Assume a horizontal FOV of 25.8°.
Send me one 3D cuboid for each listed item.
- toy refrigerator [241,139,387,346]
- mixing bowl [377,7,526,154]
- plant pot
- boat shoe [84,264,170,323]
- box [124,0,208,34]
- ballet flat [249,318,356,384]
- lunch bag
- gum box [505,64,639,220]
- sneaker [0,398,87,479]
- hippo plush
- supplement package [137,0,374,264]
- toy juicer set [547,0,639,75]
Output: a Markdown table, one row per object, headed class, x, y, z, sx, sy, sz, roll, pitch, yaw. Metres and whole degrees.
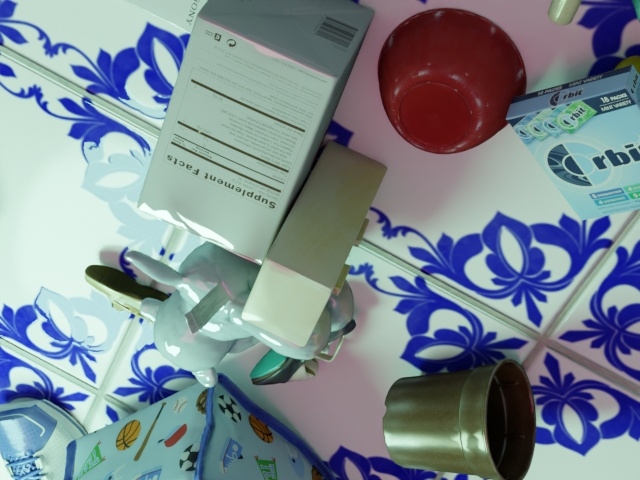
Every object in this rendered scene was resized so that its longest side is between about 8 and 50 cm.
| class | x | y | z | sx | sy | sz | roll | pitch | yaw |
| --- | --- | --- | --- | --- | --- | --- | --- | --- | --- |
| toy refrigerator | 0.000 | 0.000 | 1.695 | 0.094 | 0.269 | 0.102 | 26 | 128 | 1 |
| mixing bowl | 0.144 | -0.169 | 1.635 | 0.182 | 0.098 | 0.181 | 9 | 127 | 12 |
| plant pot | 0.184 | 0.246 | 1.885 | 0.165 | 0.167 | 0.167 | -6 | 122 | 32 |
| boat shoe | -0.278 | 0.080 | 1.988 | 0.135 | 0.050 | 0.045 | 27 | 123 | -1 |
| box | -0.239 | -0.404 | 1.627 | 0.322 | 0.058 | 0.232 | 26 | 129 | 0 |
| ballet flat | -0.020 | 0.155 | 1.941 | 0.074 | 0.074 | 0.203 | 38 | 125 | -9 |
| lunch bag | -0.154 | 0.426 | 2.084 | 0.328 | 0.239 | 0.385 | -24 | 129 | 31 |
| gum box | 0.328 | -0.108 | 1.608 | 0.157 | 0.041 | 0.184 | -12 | 132 | 39 |
| sneaker | -0.426 | 0.413 | 2.193 | 0.128 | 0.182 | 0.315 | -12 | 119 | 25 |
| hippo plush | -0.108 | 0.103 | 1.819 | 0.234 | 0.294 | 0.236 | 47 | 137 | 12 |
| supplement package | -0.079 | -0.154 | 1.671 | 0.175 | 0.177 | 0.293 | 24 | 129 | 1 |
| toy juicer set | 0.377 | -0.242 | 1.521 | 0.329 | 0.089 | 0.209 | 36 | 146 | -12 |
